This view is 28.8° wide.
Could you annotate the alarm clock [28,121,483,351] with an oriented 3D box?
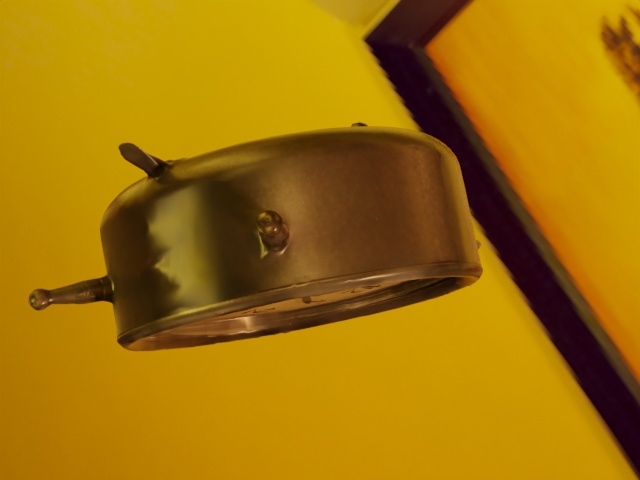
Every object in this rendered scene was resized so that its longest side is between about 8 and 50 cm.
[{"bbox_3d":[0.000,0.000,0.457,0.192,0.129,0.064,5,-108,-53],"label":"alarm clock"}]
